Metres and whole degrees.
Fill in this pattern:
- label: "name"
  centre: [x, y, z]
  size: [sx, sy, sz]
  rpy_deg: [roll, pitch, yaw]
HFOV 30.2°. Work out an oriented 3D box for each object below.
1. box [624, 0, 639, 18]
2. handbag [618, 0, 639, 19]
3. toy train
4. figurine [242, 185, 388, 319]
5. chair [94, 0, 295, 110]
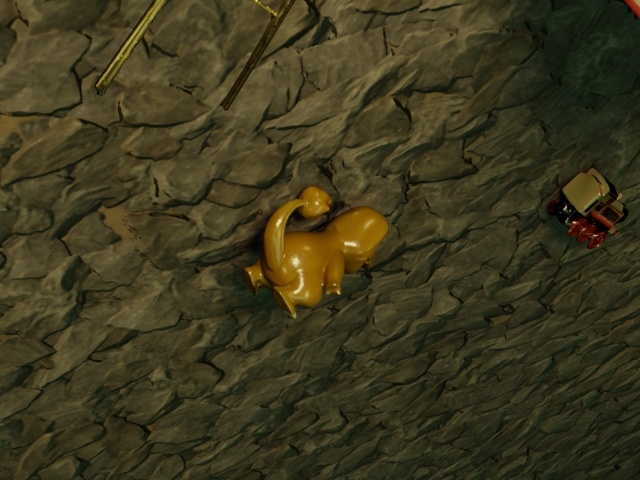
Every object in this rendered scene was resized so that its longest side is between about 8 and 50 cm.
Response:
- label: "box"
  centre: [0.392, -0.320, 0.912]
  size: [0.300, 0.314, 0.312]
  rpy_deg: [-9, 143, -35]
- label: "handbag"
  centre: [0.315, -0.271, 1.173]
  size: [0.072, 0.047, 0.111]
  rpy_deg: [-23, 146, -8]
- label: "toy train"
  centre: [0.354, -0.039, 1.538]
  size: [0.087, 0.050, 0.138]
  rpy_deg: [-43, 146, 16]
- label: "figurine"
  centre: [0.001, -0.004, 1.285]
  size: [0.176, 0.121, 0.122]
  rpy_deg: [-23, 123, -36]
- label: "chair"
  centre: [-0.056, -0.250, 0.804]
  size: [0.170, 0.160, 0.326]
  rpy_deg: [2, 136, -47]
